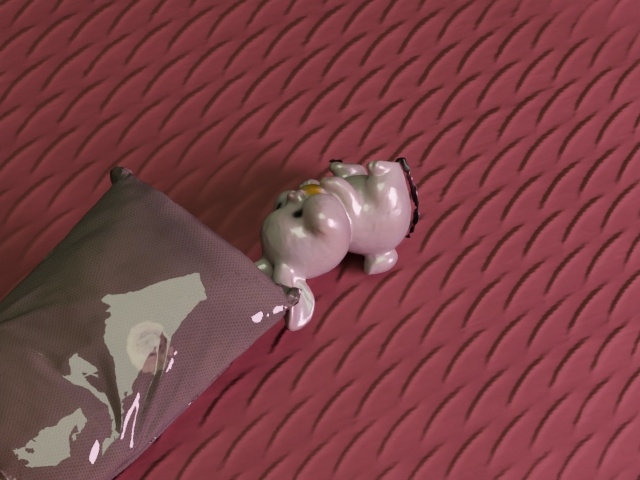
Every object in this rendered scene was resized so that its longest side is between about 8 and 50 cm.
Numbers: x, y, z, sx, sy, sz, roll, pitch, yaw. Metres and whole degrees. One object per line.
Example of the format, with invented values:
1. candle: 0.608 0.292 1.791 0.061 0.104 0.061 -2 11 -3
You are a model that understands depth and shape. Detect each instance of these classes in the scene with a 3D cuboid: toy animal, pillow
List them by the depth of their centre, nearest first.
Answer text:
1. pillow: -0.150 0.074 1.058 0.169 0.059 0.255 37 75 19
2. toy animal: -0.001 -0.006 1.136 0.124 0.085 0.071 -22 30 -34
